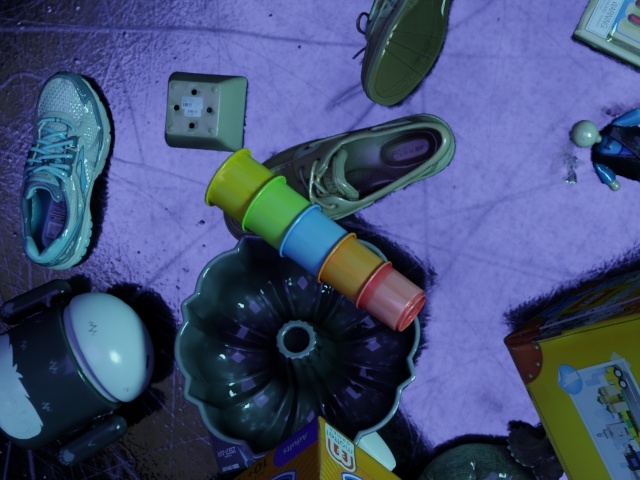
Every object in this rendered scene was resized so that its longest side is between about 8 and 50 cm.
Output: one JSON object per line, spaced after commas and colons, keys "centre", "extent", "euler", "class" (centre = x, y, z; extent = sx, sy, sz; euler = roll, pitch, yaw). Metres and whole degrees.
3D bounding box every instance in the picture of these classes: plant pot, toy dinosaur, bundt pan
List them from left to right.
{"centre": [-0.167, -0.180, 1.896], "extent": [0.109, 0.096, 0.109], "euler": [5, 94, 7], "class": "plant pot"}
{"centre": [-0.026, 0.148, 1.849], "extent": [0.331, 0.124, 0.330], "euler": [-2, 72, 7], "class": "bundt pan"}
{"centre": [0.222, 0.340, 1.879], "extent": [0.314, 0.121, 0.160], "euler": [-13, 79, 12], "class": "toy dinosaur"}

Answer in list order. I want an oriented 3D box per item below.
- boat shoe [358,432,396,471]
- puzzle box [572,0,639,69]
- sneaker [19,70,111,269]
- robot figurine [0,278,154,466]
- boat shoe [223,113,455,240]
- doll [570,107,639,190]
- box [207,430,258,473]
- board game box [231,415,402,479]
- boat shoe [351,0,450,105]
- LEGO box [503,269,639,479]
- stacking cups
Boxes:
{"centre": [0.021, 0.271, 1.912], "extent": [0.184, 0.066, 0.063], "euler": [39, 107, 3], "class": "boat shoe"}
{"centre": [0.548, -0.394, 1.814], "extent": [0.272, 0.052, 0.409], "euler": [27, 96, 5], "class": "puzzle box"}
{"centre": [-0.364, -0.097, 1.912], "extent": [0.110, 0.122, 0.283], "euler": [3, 93, 7], "class": "sneaker"}
{"centre": [-0.367, 0.185, 1.906], "extent": [0.278, 0.173, 0.209], "euler": [-28, 113, 8], "class": "robot figurine"}
{"centre": [0.017, -0.091, 1.869], "extent": [0.341, 0.110, 0.121], "euler": [-24, 90, 8], "class": "boat shoe"}
{"centre": [0.430, -0.121, 1.845], "extent": [0.189, 0.046, 0.129], "euler": [20, 107, 6], "class": "doll"}
{"centre": [-0.112, 0.291, 1.951], "extent": [0.083, 0.018, 0.067], "euler": [-15, 90, 8], "class": "box"}
{"centre": [-0.004, 0.517, 1.683], "extent": [0.356, 0.356, 0.356], "euler": [-39, 116, 22], "class": "board game box"}
{"centre": [0.118, -0.323, 1.861], "extent": [0.089, 0.104, 0.285], "euler": [24, 91, 43], "class": "boat shoe"}
{"centre": [0.501, 0.278, 1.671], "extent": [0.193, 0.372, 0.500], "euler": [-27, 94, -36], "class": "LEGO box"}
{"centre": [0.000, 0.000, 1.789], "extent": [0.316, 0.096, 0.096], "euler": [34, 97, 13], "class": "stacking cups"}
